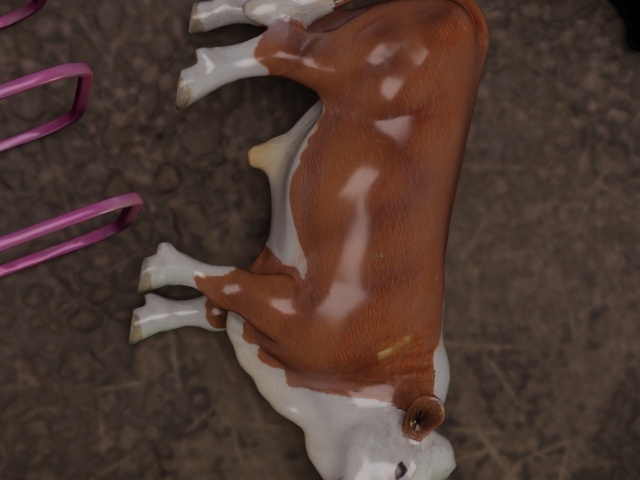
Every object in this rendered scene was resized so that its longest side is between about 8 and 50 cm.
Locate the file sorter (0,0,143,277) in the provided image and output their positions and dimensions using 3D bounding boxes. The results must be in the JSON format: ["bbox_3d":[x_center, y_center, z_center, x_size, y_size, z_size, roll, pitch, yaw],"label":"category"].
[{"bbox_3d":[-0.226,-0.110,0.977,0.182,0.202,0.290,-21,89,-12],"label":"file sorter"}]

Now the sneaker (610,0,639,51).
[{"bbox_3d":[0.140,-0.196,1.087,0.235,0.084,0.097,41,83,-3],"label":"sneaker"}]

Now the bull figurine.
[{"bbox_3d":[0.000,0.000,1.045,0.188,0.101,0.310,11,85,-5],"label":"bull figurine"}]
